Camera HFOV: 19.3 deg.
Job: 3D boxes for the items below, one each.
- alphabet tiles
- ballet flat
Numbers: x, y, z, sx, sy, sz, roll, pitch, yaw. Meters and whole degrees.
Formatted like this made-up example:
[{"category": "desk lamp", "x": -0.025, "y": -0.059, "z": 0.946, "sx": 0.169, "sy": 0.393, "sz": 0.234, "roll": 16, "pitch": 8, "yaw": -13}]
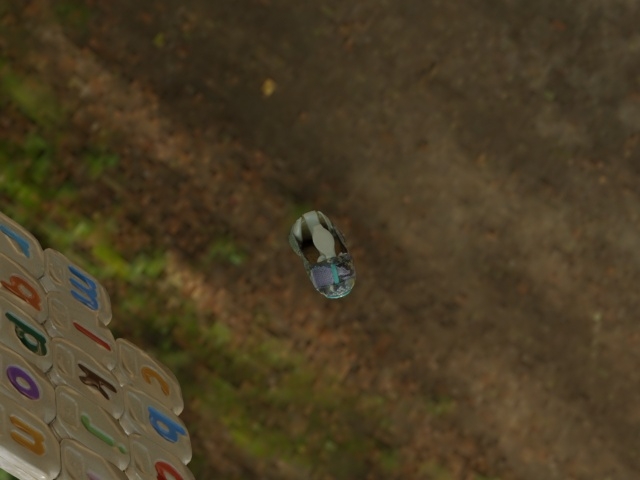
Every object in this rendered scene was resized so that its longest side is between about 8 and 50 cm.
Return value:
[{"category": "alphabet tiles", "x": -0.199, "y": 0.086, "z": 1.354, "sx": 0.021, "sy": 0.284, "sz": 0.278, "roll": -42, "pitch": 122, "yaw": 17}, {"category": "ballet flat", "x": 0.000, "y": 0.000, "z": 1.394, "sx": 0.041, "sy": 0.041, "sz": 0.114, "roll": 56, "pitch": -177, "yaw": -30}]
